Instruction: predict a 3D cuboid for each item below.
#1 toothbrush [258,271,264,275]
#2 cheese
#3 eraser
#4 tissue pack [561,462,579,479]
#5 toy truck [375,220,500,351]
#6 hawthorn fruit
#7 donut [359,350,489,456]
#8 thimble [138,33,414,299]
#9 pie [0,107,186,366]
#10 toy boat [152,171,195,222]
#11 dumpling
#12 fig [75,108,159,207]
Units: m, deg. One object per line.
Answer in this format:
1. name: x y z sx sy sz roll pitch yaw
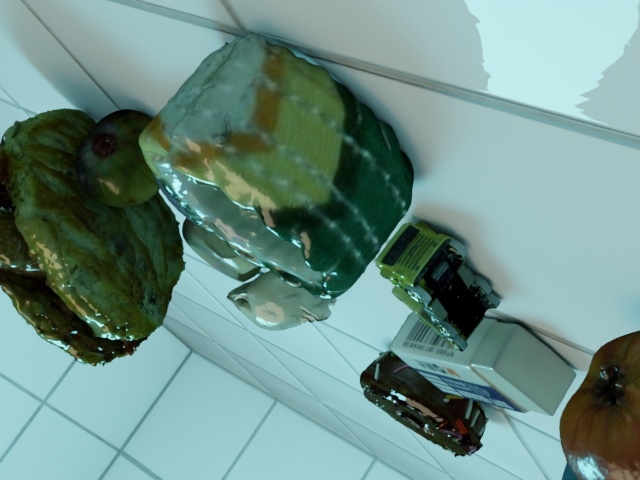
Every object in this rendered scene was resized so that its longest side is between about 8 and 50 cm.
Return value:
1. toothbrush: -0.115 0.071 1.955 0.167 0.014 0.011 27 -179 27
2. cheese: -0.167 0.018 1.785 0.163 0.082 0.286 34 168 8
3. eraser: 0.220 0.169 1.397 0.124 0.081 0.279 40 165 -19
4. tissue pack: 0.446 0.362 1.273 0.287 0.206 0.198 44 164 -27
5. toy truck: 0.135 0.052 1.216 0.116 0.085 0.191 29 167 40
6. hawthorn fruit: 0.360 0.190 0.966 0.226 0.196 0.196 28 167 -14
7. donut: 0.194 0.301 1.835 0.270 0.103 0.269 31 167 8
8. thimble: -0.046 -0.076 1.040 0.254 0.167 0.288 22 161 40
9. pie: -0.365 -0.020 1.593 0.180 0.418 0.395 -29 117 25
10. toy boat: -0.139 -0.084 1.295 0.283 0.127 0.078 19 158 52
11. dumpling: -0.061 0.101 1.742 0.199 0.118 0.136 15 -161 22
12. fig: -0.272 -0.110 1.532 0.149 0.149 0.245 28 179 24
